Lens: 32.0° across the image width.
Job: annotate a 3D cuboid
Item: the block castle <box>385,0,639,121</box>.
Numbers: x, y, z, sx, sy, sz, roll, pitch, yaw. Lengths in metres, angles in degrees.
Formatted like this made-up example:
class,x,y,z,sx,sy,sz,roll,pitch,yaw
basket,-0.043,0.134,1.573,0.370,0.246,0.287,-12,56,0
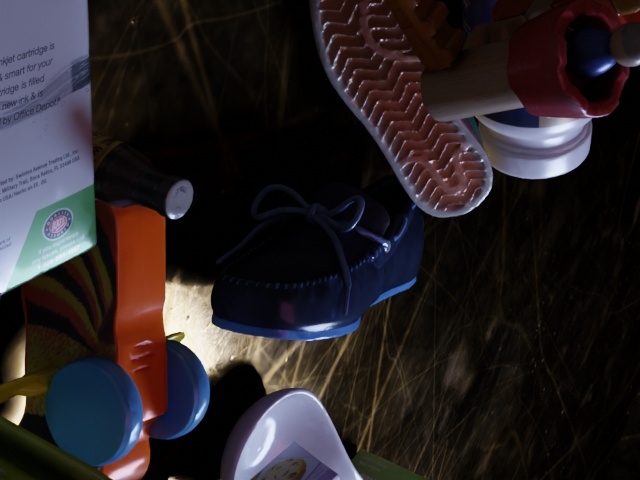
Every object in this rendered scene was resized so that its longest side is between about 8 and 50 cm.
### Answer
class,x,y,z,sx,sy,sz,roll,pitch,yaw
block castle,0.200,-0.325,0.868,0.303,0.213,0.453,52,57,-26

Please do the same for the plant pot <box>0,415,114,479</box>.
class,x,y,z,sx,sy,sz,roll,pitch,yaw
plant pot,-0.247,0.185,0.577,0.207,0.227,0.228,10,100,-67

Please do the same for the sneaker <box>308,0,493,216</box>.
class,x,y,z,sx,sy,sz,roll,pitch,yaw
sneaker,0.065,-0.161,1.003,0.121,0.108,0.302,-102,167,-52

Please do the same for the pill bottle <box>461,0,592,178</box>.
class,x,y,z,sx,sy,sz,roll,pitch,yaw
pill bottle,0.227,-0.203,1.179,0.153,0.153,0.264,-47,144,-33

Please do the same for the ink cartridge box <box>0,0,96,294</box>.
class,x,y,z,sx,sy,sz,roll,pitch,yaw
ink cartridge box,-0.205,-0.073,0.604,0.153,0.087,0.208,-31,135,-47

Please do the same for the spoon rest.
class,x,y,z,sx,sy,sz,roll,pitch,yaw
spoon rest,-0.016,0.232,1.131,0.137,0.084,0.276,-63,151,-11

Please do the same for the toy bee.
class,x,y,z,sx,sy,sz,roll,pitch,yaw
toy bee,-0.170,0.122,0.762,0.195,0.162,0.298,29,58,-55

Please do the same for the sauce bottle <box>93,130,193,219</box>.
class,x,y,z,sx,sy,sz,roll,pitch,yaw
sauce bottle,-0.135,-0.046,0.699,0.042,0.128,0.042,-37,137,-45

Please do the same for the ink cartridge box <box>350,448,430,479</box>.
class,x,y,z,sx,sy,sz,roll,pitch,yaw
ink cartridge box,-0.001,0.432,1.250,0.353,0.119,0.207,-43,143,-40

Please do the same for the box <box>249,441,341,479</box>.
class,x,y,z,sx,sy,sz,roll,pitch,yaw
box,-0.111,0.308,0.977,0.324,0.067,0.063,-37,134,-26

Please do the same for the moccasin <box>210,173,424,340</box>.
class,x,y,z,sx,sy,sz,roll,pitch,yaw
moccasin,0.000,0.000,0.987,0.342,0.138,0.116,-29,130,-68
